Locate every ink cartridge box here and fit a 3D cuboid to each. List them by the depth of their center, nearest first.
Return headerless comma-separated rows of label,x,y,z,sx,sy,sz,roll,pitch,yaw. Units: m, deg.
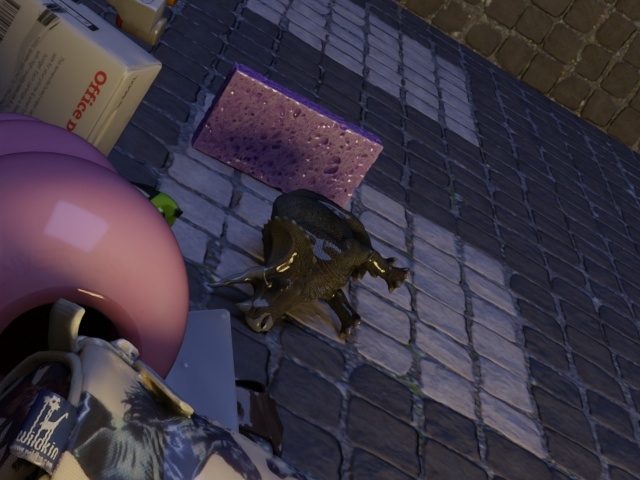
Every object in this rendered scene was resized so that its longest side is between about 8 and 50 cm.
ink cartridge box,-0.285,-0.172,1.262,0.203,0.148,0.086,38,20,7

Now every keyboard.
keyboard,-0.095,0.148,0.916,0.072,0.014,0.256,0,45,-9

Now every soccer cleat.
soccer cleat,-0.206,-0.033,1.216,0.072,0.060,0.179,33,13,25

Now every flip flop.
flip flop,-0.084,0.131,0.998,0.112,0.080,0.277,9,32,-47

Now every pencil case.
pencil case,-0.026,0.206,0.752,0.410,0.183,0.160,31,-2,-22

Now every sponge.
sponge,-0.041,-0.120,1.541,0.210,0.117,0.031,26,25,-19

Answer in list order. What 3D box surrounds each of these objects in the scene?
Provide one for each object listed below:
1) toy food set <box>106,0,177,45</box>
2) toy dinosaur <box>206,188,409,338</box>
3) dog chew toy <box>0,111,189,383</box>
toy food set,-0.259,-0.258,1.515,0.104,0.111,0.232,27,48,-1
toy dinosaur,0.000,0.000,1.346,0.160,0.121,0.313,43,23,-15
dog chew toy,-0.219,0.006,0.931,0.206,0.207,0.332,21,16,-29
